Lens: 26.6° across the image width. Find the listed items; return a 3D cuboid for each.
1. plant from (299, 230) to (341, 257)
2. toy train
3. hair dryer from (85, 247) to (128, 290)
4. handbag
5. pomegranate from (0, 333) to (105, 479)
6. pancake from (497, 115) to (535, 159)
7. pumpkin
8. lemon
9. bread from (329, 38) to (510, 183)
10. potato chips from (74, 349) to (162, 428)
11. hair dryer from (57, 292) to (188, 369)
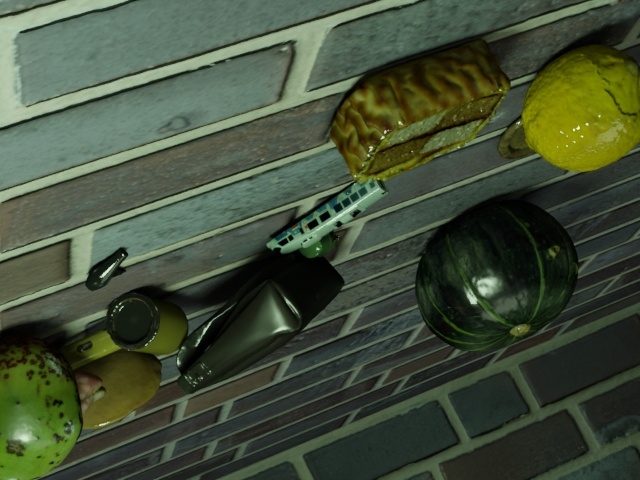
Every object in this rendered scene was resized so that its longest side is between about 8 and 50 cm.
[{"bbox_3d":[0.000,0.000,2.189,0.051,0.051,0.102,-33,175,23],"label":"plant"},{"bbox_3d":[0.008,-0.035,2.097,0.207,0.047,0.043,-32,161,15],"label":"toy train"},{"bbox_3d":[-0.291,0.038,1.926,0.079,0.031,0.083,-42,173,18],"label":"hair dryer"},{"bbox_3d":[-0.101,0.131,2.178,0.257,0.113,0.285,-42,178,18],"label":"handbag"},{"bbox_3d":[-0.420,0.237,2.006,0.248,0.214,0.214,-14,160,-45],"label":"pomegranate"},{"bbox_3d":[0.373,-0.190,2.211,0.199,0.021,0.199,-25,162,-8],"label":"pancake"},{"bbox_3d":[0.328,0.070,2.537,0.323,0.241,0.323,-26,164,-8],"label":"pumpkin"},{"bbox_3d":[0.386,-0.189,1.960,0.193,0.180,0.180,-49,158,11],"label":"lemon"},{"bbox_3d":[0.130,-0.170,1.786,0.222,0.096,0.181,-22,163,-21],"label":"bread"},{"bbox_3d":[-0.363,0.225,2.197,0.208,0.195,0.062,-8,124,4],"label":"potato chips"},{"bbox_3d":[-0.351,0.168,2.137,0.278,0.090,0.135,-23,166,12],"label":"hair dryer"}]
